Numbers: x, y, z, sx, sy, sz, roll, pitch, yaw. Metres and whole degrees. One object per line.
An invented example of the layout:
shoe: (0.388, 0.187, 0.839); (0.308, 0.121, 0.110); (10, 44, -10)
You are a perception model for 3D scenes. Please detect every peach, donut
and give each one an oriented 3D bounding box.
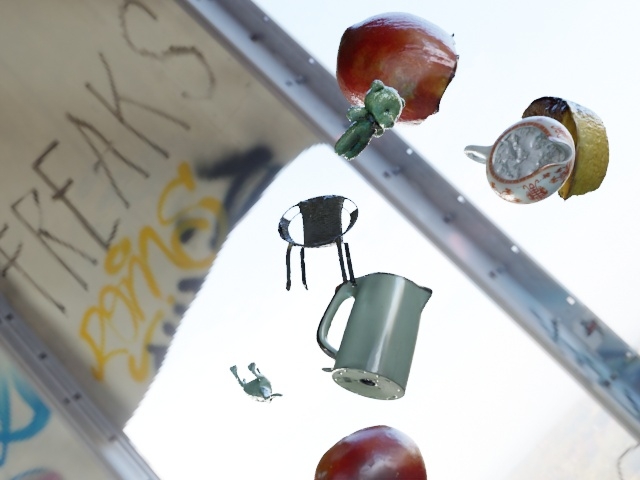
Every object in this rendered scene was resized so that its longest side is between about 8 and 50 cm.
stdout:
peach: (0.196, -0.388, 2.235); (0.281, 0.338, 0.281); (-22, -57, -37)
donut: (0.532, -0.227, 2.062); (0.112, 0.295, 0.151); (4, -49, -19)
peach: (0.095, 0.468, 1.878); (0.243, 0.199, 0.243); (-31, -16, -10)

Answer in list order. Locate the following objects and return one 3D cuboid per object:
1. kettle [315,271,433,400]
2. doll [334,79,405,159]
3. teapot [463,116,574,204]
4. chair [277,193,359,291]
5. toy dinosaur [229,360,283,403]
kettle: (0.106, 0.199, 2.141); (0.165, 0.240, 0.255); (61, -140, -57)
doll: (0.089, -0.201, 1.713); (0.150, 0.077, 0.115); (-50, -36, 13)
teapot: (0.350, -0.137, 1.680); (0.116, 0.245, 0.159); (17, -100, -44)
chair: (0.000, 0.000, 2.023); (0.174, 0.213, 0.149); (-7, -10, 12)
toy dinosaur: (-0.159, 0.334, 2.307); (0.076, 0.129, 0.383); (-46, -2, -5)
